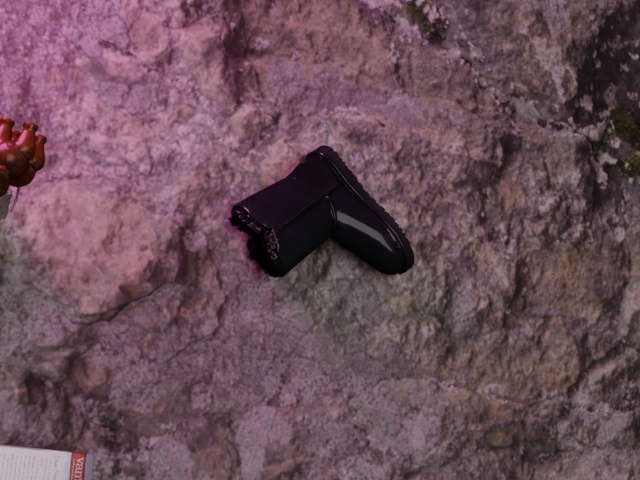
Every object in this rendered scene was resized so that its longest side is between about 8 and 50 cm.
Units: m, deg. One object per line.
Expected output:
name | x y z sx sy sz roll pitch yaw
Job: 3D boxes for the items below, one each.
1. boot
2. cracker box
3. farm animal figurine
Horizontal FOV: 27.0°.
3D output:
boot | 0.000 0.000 2.027 0.207 0.094 0.246 -40 94 -29
cracker box | -0.429 0.351 1.777 0.232 0.067 0.155 11 78 -24
farm animal figurine | -0.527 -0.089 1.653 0.330 0.327 0.172 19 75 -21
